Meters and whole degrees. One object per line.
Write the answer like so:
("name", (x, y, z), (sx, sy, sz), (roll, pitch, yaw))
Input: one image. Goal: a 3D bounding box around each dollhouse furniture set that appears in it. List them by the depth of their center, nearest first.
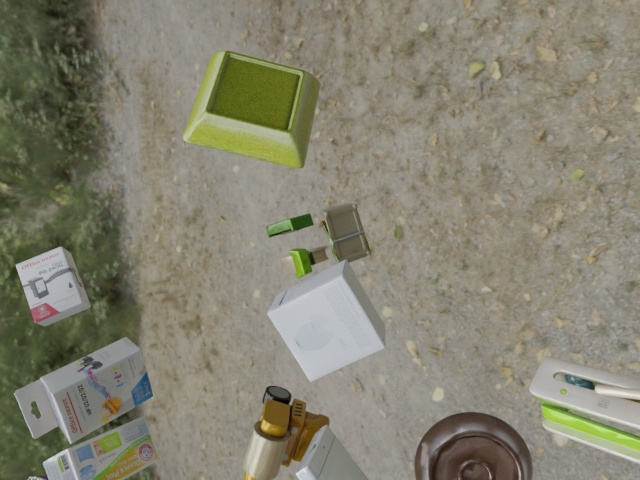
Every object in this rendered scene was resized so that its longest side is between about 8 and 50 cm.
("dollhouse furniture set", (0.000, 0.000, 1.673), (0.151, 0.301, 0.197), (-15, 92, 54))

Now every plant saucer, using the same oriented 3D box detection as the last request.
("plant saucer", (-0.099, -0.219, 0.767), (0.045, 0.188, 0.188), (113, 168, -61))
("plant saucer", (0.407, 0.614, 1.300), (0.050, 0.310, 0.311), (-19, -81, -82))

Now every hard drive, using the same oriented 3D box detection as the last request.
("hard drive", (0.090, 0.618, 1.125), (0.047, 0.233, 0.353), (-39, 84, 9))

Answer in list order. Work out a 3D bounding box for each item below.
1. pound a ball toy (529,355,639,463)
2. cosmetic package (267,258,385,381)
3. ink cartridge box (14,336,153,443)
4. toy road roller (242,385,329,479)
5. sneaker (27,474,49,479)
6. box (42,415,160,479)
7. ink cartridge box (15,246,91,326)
("pound a ball toy", (0.559, 0.283, 0.890), (0.319, 0.136, 0.208), (5, 132, 49))
("cosmetic package", (0.023, 0.208, 1.294), (0.224, 0.138, 0.224), (-27, 101, 15))
("ink cartridge box", (-0.378, 0.250, 0.801), (0.061, 0.181, 0.104), (20, 124, 42))
("toy road roller", (-0.100, 0.631, 1.577), (0.329, 0.240, 0.202), (-79, 6, -83))
("sneaker", (-0.629, 0.559, 1.131), (0.170, 0.071, 0.068), (-34, 82, 49))
("box", (-0.484, 0.495, 1.104), (0.103, 0.203, 0.114), (-33, 77, 26))
("ink cartridge box", (-0.617, 0.105, 1.135), (0.150, 0.109, 0.063), (62, 166, 13))
